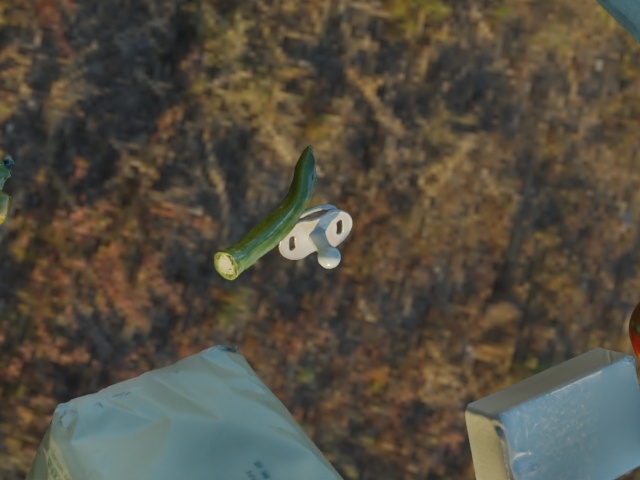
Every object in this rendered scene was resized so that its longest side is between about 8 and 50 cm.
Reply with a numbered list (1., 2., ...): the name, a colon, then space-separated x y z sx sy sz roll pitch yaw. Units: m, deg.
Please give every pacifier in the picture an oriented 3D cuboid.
1. pacifier: 0.000 0.000 1.999 0.099 0.078 0.081 -18 144 -14

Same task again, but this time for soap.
1. soap: 0.237 0.192 1.605 0.183 0.064 0.121 -19 104 -29

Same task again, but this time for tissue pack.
1. tissue pack: -0.057 0.309 1.151 0.207 0.380 0.297 -19 147 -40

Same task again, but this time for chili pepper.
1. chili pepper: -0.054 -0.028 1.946 0.201 0.050 0.052 -51 175 -28

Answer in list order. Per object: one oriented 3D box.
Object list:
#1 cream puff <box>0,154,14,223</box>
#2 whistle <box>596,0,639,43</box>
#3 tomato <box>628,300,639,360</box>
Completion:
1. cream puff: -0.372 -0.082 1.320 0.195 0.221 0.194 -22 138 -22
2. whistle: 0.365 -0.213 1.688 0.062 0.312 0.062 -39 165 -13
3. tomato: 0.307 0.085 1.406 0.075 0.087 0.087 -56 149 -5
